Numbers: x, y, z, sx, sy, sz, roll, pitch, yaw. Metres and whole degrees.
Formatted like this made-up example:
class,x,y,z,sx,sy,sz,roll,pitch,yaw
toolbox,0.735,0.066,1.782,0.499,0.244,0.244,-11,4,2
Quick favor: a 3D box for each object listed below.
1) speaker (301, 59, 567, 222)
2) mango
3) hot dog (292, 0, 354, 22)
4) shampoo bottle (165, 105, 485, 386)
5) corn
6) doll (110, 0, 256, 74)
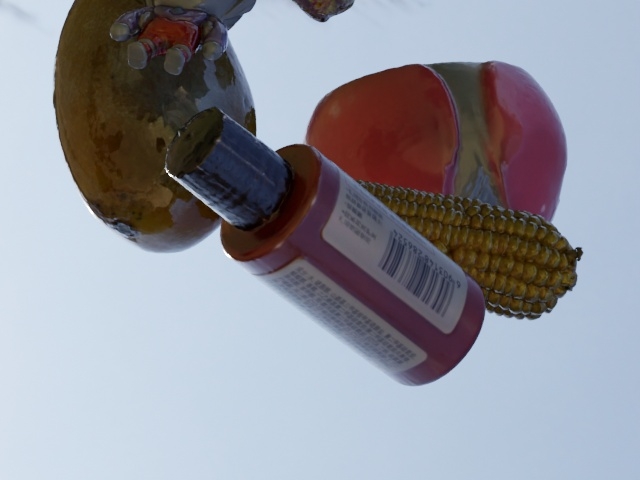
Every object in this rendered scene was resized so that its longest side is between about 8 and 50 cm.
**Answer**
class,x,y,z,sx,sy,sz,roll,pitch,yaw
speaker,0.129,-0.077,1.908,0.294,0.294,0.294,-32,-137,35
mango,-0.149,-0.141,1.612,0.146,0.193,0.316,-26,-120,51
hot dog,-0.004,-0.170,1.198,0.030,0.090,0.034,-29,-118,19
shampoo bottle,0.000,0.000,1.315,0.104,0.278,0.104,-33,-144,28
corn,0.072,-0.003,1.559,0.102,0.313,0.102,13,90,-88
doll,-0.110,-0.203,1.506,0.227,0.102,0.075,-66,166,-54
